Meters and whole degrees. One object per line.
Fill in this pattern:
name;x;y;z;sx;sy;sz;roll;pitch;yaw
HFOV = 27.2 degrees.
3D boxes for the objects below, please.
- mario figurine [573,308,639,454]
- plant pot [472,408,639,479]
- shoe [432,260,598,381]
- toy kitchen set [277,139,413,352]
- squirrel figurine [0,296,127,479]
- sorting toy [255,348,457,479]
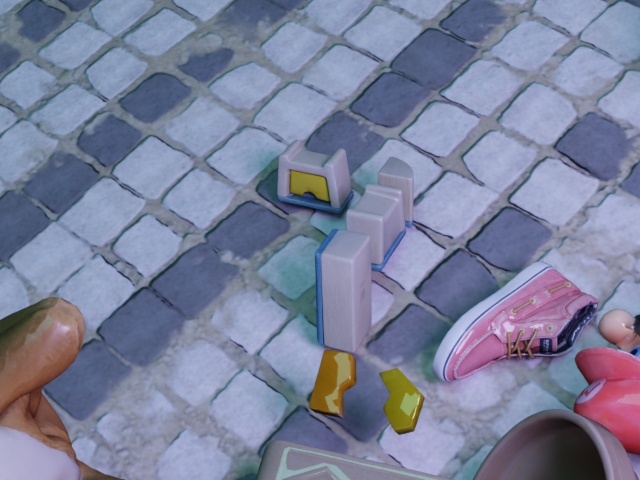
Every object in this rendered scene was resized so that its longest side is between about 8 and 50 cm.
mario figurine;0.346;0.066;1.237;0.320;0.198;0.170;-36;42;-24
plant pot;0.217;0.274;1.151;0.110;0.237;0.237;22;50;-21
shoe;0.201;0.096;1.350;0.178;0.063;0.081;-38;50;-22
toy kitchen set;0.000;0.000;1.456;0.166;0.122;0.207;12;37;20
squirrel figurine;-0.265;0.305;1.147;0.397;0.370;0.281;-22;29;40
sorting toy;0.038;0.264;1.235;0.229;0.041;0.307;9;71;22
